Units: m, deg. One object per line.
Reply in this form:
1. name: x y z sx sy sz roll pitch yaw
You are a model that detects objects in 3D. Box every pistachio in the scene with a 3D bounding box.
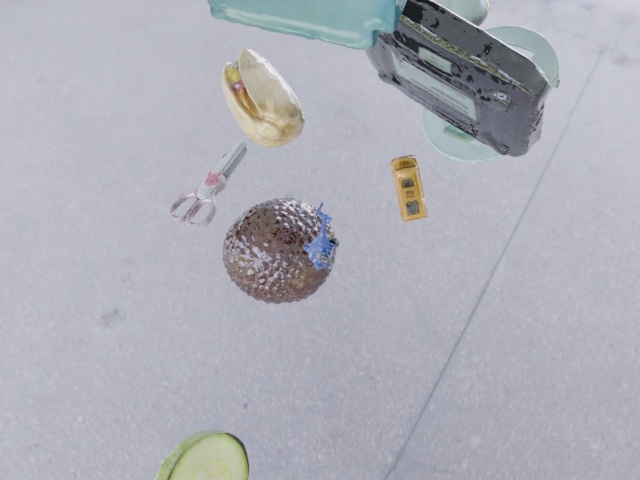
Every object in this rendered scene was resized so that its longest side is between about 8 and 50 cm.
1. pistachio: -0.107 -0.257 1.452 0.145 0.117 0.200 3 47 -54

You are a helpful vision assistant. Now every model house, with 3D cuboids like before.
1. model house: 0.004 -0.415 0.987 0.281 0.230 0.248 16 66 13

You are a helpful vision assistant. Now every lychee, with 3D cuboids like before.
1. lychee: -0.093 0.028 1.823 0.261 0.260 0.260 -2 50 2

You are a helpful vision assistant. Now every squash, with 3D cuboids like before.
1. squash: -0.254 0.525 1.689 0.049 0.252 0.252 9 48 40

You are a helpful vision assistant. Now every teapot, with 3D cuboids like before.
1. teapot: 0.347 -0.670 2.047 0.184 0.251 0.183 -5 43 5

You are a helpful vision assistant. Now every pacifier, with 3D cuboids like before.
1. pacifier: 0.335 -0.344 1.663 0.288 0.269 0.343 24 76 29

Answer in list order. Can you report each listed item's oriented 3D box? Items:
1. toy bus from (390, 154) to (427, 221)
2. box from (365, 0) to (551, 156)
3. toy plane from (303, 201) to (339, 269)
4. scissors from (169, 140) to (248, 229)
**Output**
1. toy bus: 0.218 -0.130 1.939 0.070 0.074 0.162 -11 88 9
2. box: 0.207 -0.281 1.286 0.359 0.350 0.091 35 90 16
3. toy plane: 0.000 0.000 1.439 0.062 0.167 0.054 20 52 10
4. scissors: -0.238 -0.130 1.776 0.118 0.030 0.242 21 66 36
